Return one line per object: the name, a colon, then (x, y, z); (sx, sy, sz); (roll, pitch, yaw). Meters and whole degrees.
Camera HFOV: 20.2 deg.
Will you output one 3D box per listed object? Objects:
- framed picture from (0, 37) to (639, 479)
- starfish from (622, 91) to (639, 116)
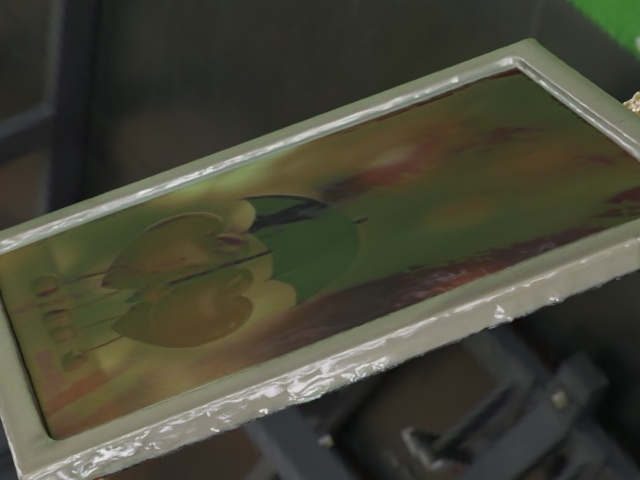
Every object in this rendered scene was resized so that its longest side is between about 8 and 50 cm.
framed picture: (0.000, 0.000, 0.739); (0.211, 0.289, 0.020); (-127, 19, -61)
starfish: (0.281, -0.091, 1.149); (0.236, 0.062, 0.277); (34, 114, -1)
